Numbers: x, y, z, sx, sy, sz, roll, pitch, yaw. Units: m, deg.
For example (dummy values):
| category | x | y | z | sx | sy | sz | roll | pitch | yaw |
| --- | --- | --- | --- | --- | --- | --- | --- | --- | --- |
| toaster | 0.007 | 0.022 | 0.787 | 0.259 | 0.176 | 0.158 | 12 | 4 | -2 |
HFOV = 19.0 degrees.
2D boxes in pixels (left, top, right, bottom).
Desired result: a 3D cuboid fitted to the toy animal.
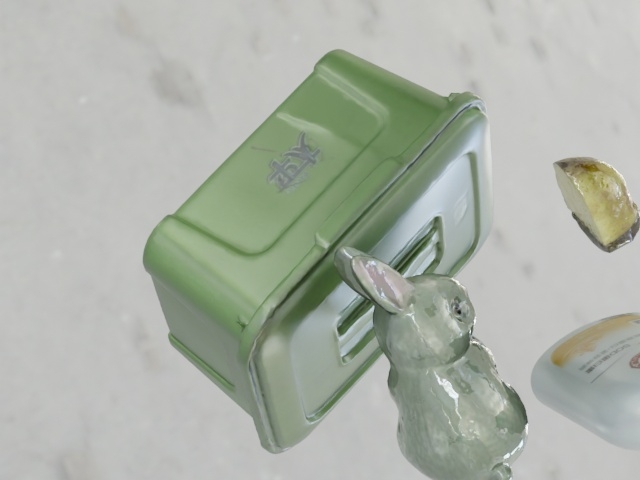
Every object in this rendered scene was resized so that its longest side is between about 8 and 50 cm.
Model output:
| category | x | y | z | sx | sy | sz | roll | pitch | yaw |
| --- | --- | --- | --- | --- | --- | --- | --- | --- | --- |
| toy animal | 0.100 | 0.095 | 1.595 | 0.138 | 0.108 | 0.236 | 36 | -31 | 55 |

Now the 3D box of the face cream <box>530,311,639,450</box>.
| category | x | y | z | sx | sy | sz | roll | pitch | yaw |
| --- | --- | --- | --- | --- | --- | --- | --- | --- | --- |
| face cream | 0.288 | 0.129 | 1.634 | 0.071 | 0.144 | 0.291 | 68 | -10 | -15 |

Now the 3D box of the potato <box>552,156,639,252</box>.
| category | x | y | z | sx | sy | sz | roll | pitch | yaw |
| --- | --- | --- | --- | --- | --- | --- | --- | --- | --- |
| potato | 0.306 | -0.056 | 2.109 | 0.096 | 0.066 | 0.103 | 52 | -7 | 45 |

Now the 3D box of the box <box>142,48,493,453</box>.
| category | x | y | z | sx | sy | sz | roll | pitch | yaw |
| --- | --- | --- | --- | --- | --- | --- | --- | --- | --- |
| box | 0.000 | 0.000 | 1.733 | 0.178 | 0.329 | 0.252 | 35 | -23 | 25 |
